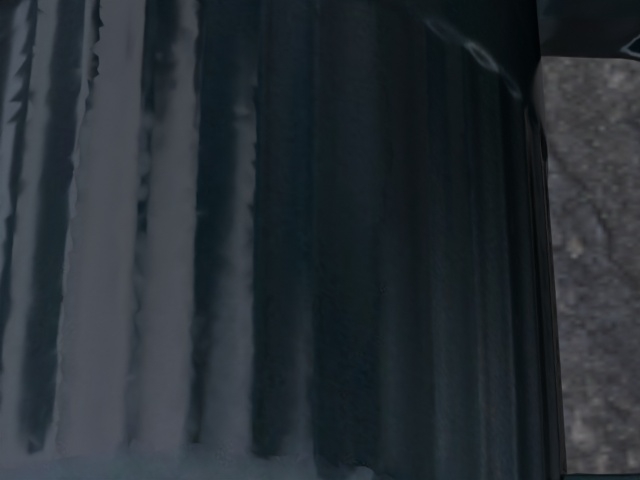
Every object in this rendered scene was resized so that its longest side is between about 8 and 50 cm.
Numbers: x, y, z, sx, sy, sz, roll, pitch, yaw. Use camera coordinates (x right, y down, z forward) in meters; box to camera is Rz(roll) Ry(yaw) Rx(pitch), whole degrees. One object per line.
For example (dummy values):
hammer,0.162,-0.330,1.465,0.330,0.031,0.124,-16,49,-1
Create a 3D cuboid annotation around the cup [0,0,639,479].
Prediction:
cup,-0.011,0.008,0.558,0.242,0.308,0.292,-46,34,47
